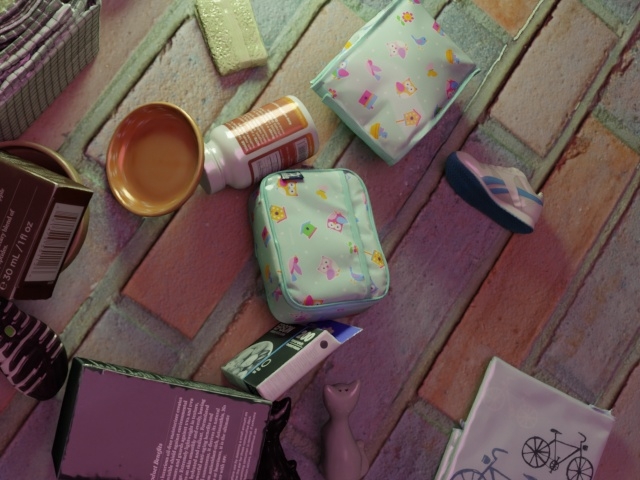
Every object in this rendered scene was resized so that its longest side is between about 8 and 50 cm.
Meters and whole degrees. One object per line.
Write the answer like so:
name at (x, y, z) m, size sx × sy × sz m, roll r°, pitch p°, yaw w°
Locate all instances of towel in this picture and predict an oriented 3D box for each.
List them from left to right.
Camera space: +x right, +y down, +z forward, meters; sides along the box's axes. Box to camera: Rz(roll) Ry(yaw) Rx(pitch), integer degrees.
towel at (-0.485, -0.295, 1.571) m, size 0.121 × 0.235 × 0.284 m, roll 39°, pitch 75°, yaw -5°
towel at (-0.164, -0.383, 1.786) m, size 0.110 × 0.027 × 0.148 m, roll -19°, pitch 91°, yaw -17°

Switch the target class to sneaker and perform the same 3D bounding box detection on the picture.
sneaker at (-0.536, 0.144, 1.589) m, size 0.106 × 0.162 × 0.281 m, roll -52°, pitch 136°, yaw -28°
sneaker at (0.340, -0.109, 1.899) m, size 0.228 × 0.087 × 0.092 m, roll 36°, pitch 69°, yaw -19°

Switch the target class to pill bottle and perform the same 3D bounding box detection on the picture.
pill bottle at (-0.121, -0.166, 1.732) m, size 0.216 × 0.121 × 0.121 m, roll -26°, pitch 93°, yaw -18°

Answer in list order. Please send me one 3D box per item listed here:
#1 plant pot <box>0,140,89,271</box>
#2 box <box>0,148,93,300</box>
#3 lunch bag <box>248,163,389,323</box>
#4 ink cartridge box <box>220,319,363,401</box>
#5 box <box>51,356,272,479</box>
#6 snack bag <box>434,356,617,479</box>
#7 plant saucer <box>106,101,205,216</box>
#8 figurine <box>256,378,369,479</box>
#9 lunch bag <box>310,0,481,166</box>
plant pot at (-0.481, -0.041, 1.592) m, size 0.237 × 0.110 × 0.238 m, roll 0°, pitch 89°, yaw 9°
box at (-0.566, -0.070, 1.485) m, size 0.381 × 0.143 × 0.191 m, roll 23°, pitch 93°, yaw 12°
lunch bag at (0.000, 0.000, 1.726) m, size 0.224 × 0.108 × 0.279 m, roll -5°, pitch 71°, yaw -23°
ink cartridge box at (-0.054, 0.188, 1.678) m, size 0.208 × 0.206 × 0.045 m, roll -36°, pitch 104°, yaw -18°
box at (-0.267, 0.304, 1.555) m, size 0.294 × 0.296 × 0.183 m, roll 15°, pitch 81°, yaw -15°
snack bag at (0.392, 0.432, 1.888) m, size 0.323 × 0.037 × 0.343 m, roll 27°, pitch 78°, yaw -14°
plant saucer at (-0.280, -0.138, 1.673) m, size 0.199 × 0.037 × 0.200 m, roll -2°, pitch 84°, yaw 25°
figurine at (-0.021, 0.341, 1.687) m, size 0.214 × 0.092 × 0.210 m, roll -12°, pitch 120°, yaw -19°
lunch bag at (0.131, -0.293, 1.805) m, size 0.223 × 0.160 × 0.262 m, roll 45°, pitch 69°, yaw -10°
